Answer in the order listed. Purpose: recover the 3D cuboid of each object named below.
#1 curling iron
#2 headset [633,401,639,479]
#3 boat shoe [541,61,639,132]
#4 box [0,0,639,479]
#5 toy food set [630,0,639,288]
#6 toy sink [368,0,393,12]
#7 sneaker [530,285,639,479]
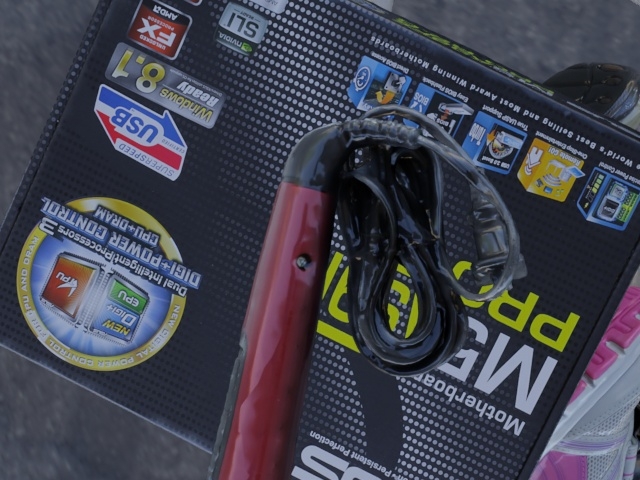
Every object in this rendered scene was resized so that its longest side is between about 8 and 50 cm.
[{"bbox_3d":[-0.012,0.094,0.465,0.068,0.035,0.274,17,83,12],"label":"curling iron"},{"bbox_3d":[0.286,0.187,1.542,0.185,0.243,0.394,-27,123,21],"label":"headset"},{"bbox_3d":[0.147,0.002,1.397,0.324,0.122,0.120,-40,122,-10],"label":"boat shoe"},{"bbox_3d":[0.000,0.000,0.832,0.270,0.060,0.216,27,101,5],"label":"box"},{"bbox_3d":[0.236,-0.094,1.168,0.220,0.092,0.306,-21,129,-52],"label":"toy food set"},{"bbox_3d":[-0.039,-0.249,1.038,0.153,0.131,0.234,-3,111,-22],"label":"toy sink"},{"bbox_3d":[0.137,0.140,1.063,0.111,0.103,0.252,29,107,-19],"label":"sneaker"}]
